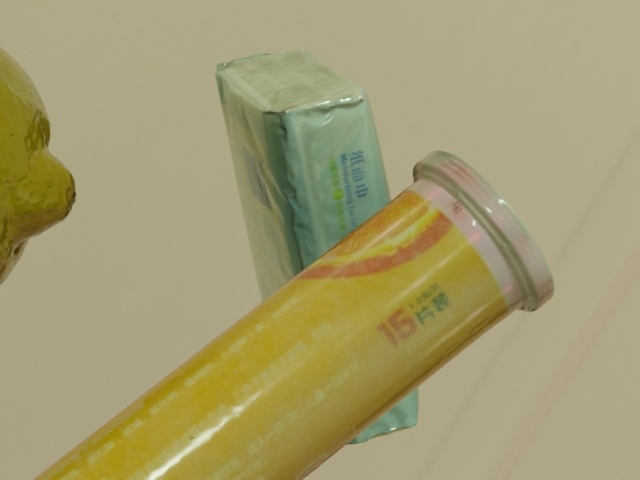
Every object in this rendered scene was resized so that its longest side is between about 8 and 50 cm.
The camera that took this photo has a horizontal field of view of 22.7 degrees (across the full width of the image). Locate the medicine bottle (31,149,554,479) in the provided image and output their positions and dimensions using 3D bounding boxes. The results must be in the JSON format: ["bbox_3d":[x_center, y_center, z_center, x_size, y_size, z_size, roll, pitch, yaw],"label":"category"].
[{"bbox_3d":[-0.068,0.117,0.858,0.108,0.426,0.108,50,-12,14],"label":"medicine bottle"}]

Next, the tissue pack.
[{"bbox_3d":[0.000,0.000,1.183,0.089,0.263,0.177,-17,22,-11],"label":"tissue pack"}]

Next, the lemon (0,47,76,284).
[{"bbox_3d":[-0.265,-0.049,0.933,0.248,0.184,0.184,15,14,13],"label":"lemon"}]
